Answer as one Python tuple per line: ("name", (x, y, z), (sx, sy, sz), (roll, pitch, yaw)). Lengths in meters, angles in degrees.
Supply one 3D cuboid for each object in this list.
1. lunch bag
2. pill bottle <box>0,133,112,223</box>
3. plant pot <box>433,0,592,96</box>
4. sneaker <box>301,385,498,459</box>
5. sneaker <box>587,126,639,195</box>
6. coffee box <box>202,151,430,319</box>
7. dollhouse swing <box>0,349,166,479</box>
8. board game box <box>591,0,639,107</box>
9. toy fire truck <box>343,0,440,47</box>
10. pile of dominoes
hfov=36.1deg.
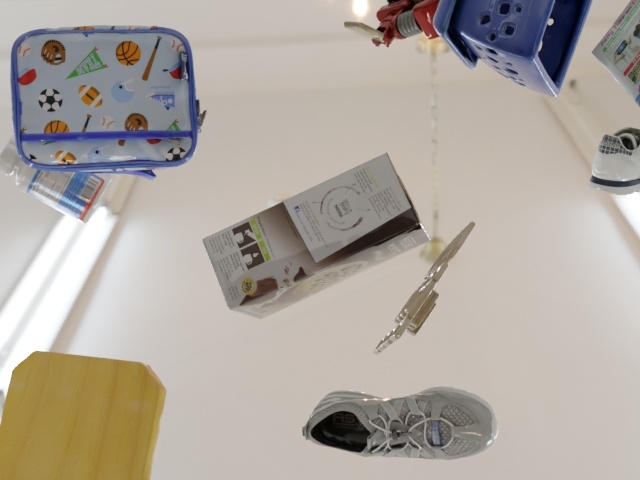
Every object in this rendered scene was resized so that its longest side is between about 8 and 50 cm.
("lunch bag", (-0.337, -0.218, 1.572), (0.303, 0.243, 0.115), (-2, -177, -13))
("pill bottle", (-0.568, -0.139, 2.086), (0.221, 0.124, 0.124), (30, -158, -11))
("plant pot", (0.339, -0.413, 1.736), (0.212, 0.236, 0.236), (19, 180, 27))
("sneaker", (0.106, 0.269, 1.361), (0.281, 0.105, 0.115), (-6, -172, 27))
("sneaker", (0.512, -0.136, 1.569), (0.090, 0.095, 0.235), (13, -160, 38))
("coffee box", (0.000, 0.000, 1.448), (0.297, 0.119, 0.168), (-25, 167, 7))
("dollhouse swing", (-0.365, 0.392, 1.659), (0.346, 0.315, 0.305), (2, -119, 24))
("board game box", (0.569, -0.272, 1.454), (0.097, 0.224, 0.303), (6, -138, -33))
("toy fire truck", (0.186, -0.490, 2.157), (0.217, 0.158, 0.246), (-5, -141, 46))
("pile of dominoes", (0.154, 0.077, 1.358), (0.040, 0.196, 0.251), (35, 168, 3))
